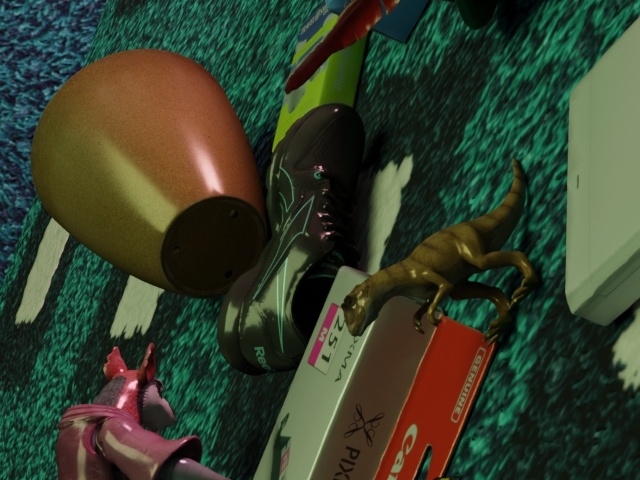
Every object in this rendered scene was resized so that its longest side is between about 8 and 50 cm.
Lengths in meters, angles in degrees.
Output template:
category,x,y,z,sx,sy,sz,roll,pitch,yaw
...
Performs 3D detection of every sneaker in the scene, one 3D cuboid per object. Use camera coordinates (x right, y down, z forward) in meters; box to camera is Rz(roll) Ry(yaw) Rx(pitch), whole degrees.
category,x,y,z,sx,sy,sz,roll,pitch,yaw
sneaker,0.000,0.000,1.761,0.106,0.101,0.267,0,66,47

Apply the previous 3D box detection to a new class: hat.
category,x,y,z,sx,sy,sz,roll,pitch,yaw
hat,0.047,-0.254,1.636,0.173,0.183,0.208,55,-138,-57

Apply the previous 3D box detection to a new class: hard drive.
category,x,y,z,sx,sy,sz,roll,pitch,yaw
hard drive,0.252,-0.106,1.207,0.307,0.040,0.203,-49,26,46

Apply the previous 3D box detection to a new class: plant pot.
category,x,y,z,sx,sy,sz,roll,pitch,yaw
plant pot,-0.154,-0.048,2.062,0.237,0.237,0.254,-64,34,14

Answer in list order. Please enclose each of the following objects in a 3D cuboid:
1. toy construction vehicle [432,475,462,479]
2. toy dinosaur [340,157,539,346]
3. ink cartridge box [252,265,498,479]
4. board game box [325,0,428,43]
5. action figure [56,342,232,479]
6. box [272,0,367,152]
category,x,y,z,sx,sy,sz,roll,pitch,yaw
toy construction vehicle,0.072,0.218,1.369,0.086,0.035,0.098,-18,54,53
toy dinosaur,0.111,0.008,1.415,0.211,0.112,0.064,-33,-25,-27
ink cartridge box,0.022,0.170,1.518,0.275,0.060,0.239,-68,17,1
board game box,0.097,-0.394,1.902,0.308,0.086,0.302,-60,19,24
action figure,-0.199,0.266,1.736,0.248,0.276,0.370,130,141,-58
box,0.006,-0.177,1.987,0.109,0.042,0.178,-38,36,57
